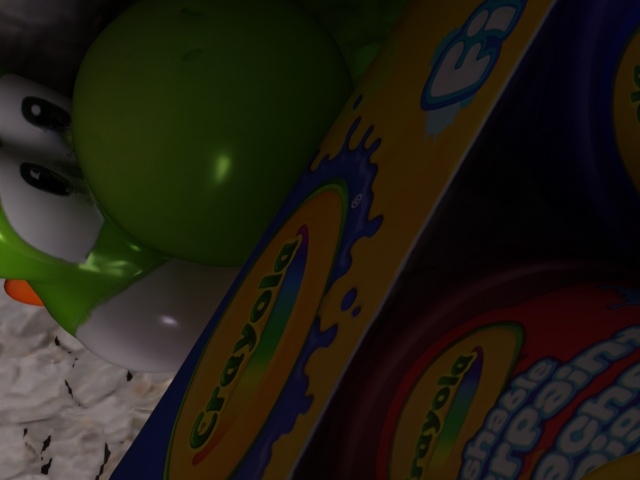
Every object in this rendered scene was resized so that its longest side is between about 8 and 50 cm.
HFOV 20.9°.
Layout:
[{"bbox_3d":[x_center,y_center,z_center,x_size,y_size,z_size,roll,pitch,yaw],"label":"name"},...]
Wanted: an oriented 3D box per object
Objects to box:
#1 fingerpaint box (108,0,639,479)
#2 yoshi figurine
[{"bbox_3d":[0.164,-0.035,0.488,0.163,0.371,0.445,35,84,-24],"label":"fingerpaint box"},{"bbox_3d":[0.017,-0.001,0.727,0.362,0.203,0.203,18,105,-35],"label":"yoshi figurine"}]
